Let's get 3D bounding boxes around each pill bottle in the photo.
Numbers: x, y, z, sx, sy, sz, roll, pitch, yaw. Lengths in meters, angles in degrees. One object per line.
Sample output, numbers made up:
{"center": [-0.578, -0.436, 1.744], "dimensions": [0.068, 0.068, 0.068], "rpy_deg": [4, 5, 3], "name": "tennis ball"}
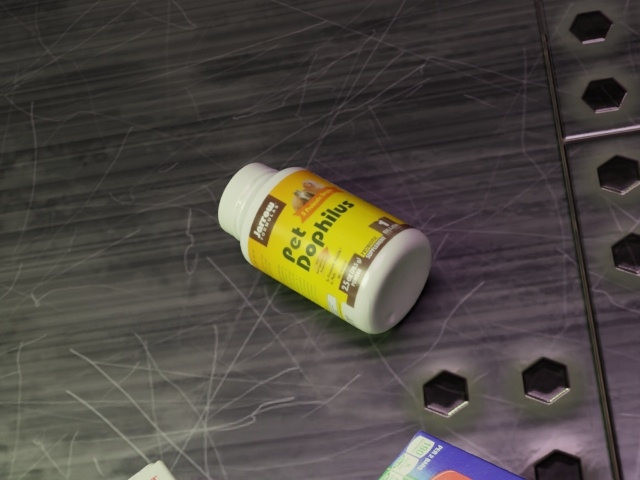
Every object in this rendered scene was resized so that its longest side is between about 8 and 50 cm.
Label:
{"center": [0.000, 0.000, 1.409], "dimensions": [0.215, 0.117, 0.117], "rpy_deg": [29, 69, 28], "name": "pill bottle"}

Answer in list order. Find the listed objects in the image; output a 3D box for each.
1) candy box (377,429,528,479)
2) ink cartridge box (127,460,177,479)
{"center": [0.120, 0.329, 1.099], "dimensions": [0.268, 0.122, 0.317], "rpy_deg": [-48, 34, -17], "name": "candy box"}
{"center": [-0.149, 0.302, 1.290], "dimensions": [0.109, 0.063, 0.150], "rpy_deg": [-37, 57, -10], "name": "ink cartridge box"}
